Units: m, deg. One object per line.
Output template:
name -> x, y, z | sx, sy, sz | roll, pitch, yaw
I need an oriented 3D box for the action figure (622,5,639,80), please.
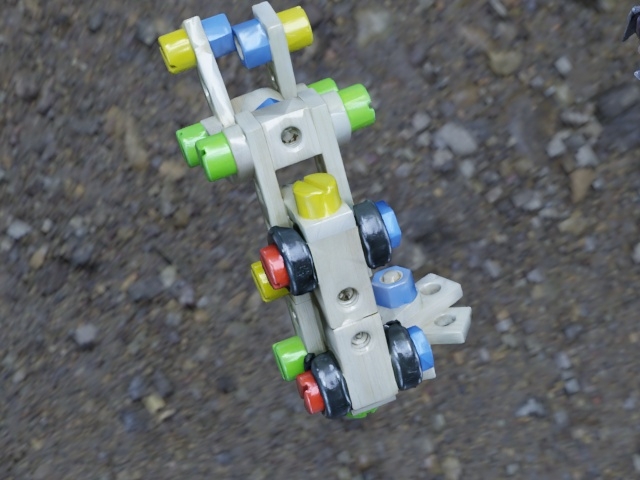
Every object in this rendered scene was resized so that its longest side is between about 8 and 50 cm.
action figure -> 0.332, -0.137, 1.457 | 0.099, 0.185, 0.285 | -5, 71, 4

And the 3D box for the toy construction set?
toy construction set -> 0.000, 0.000, 1.158 | 0.151, 0.215, 0.327 | -33, 121, -3
